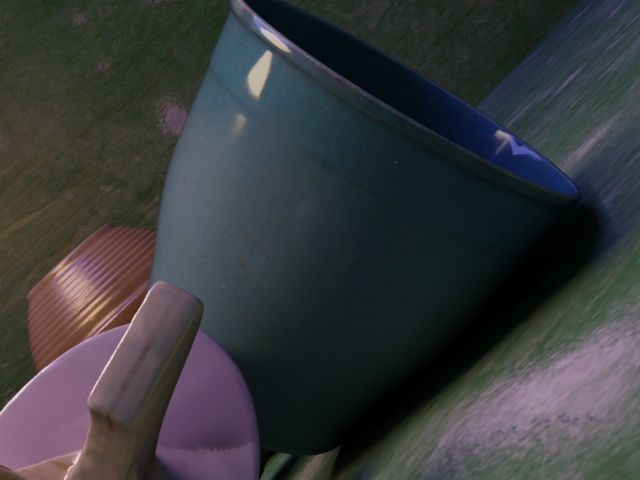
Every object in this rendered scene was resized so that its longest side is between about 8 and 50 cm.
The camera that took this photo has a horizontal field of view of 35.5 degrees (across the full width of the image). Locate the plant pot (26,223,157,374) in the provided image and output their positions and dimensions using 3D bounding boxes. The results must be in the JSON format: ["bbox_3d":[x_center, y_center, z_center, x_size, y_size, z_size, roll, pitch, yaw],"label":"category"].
[{"bbox_3d":[-0.232,0.059,1.068,0.237,0.110,0.237,-42,6,5],"label":"plant pot"}]

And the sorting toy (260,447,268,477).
[{"bbox_3d":[-0.122,0.145,0.845,0.126,0.127,0.365,-19,34,31],"label":"sorting toy"}]

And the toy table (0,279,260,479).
[{"bbox_3d":[-0.130,0.158,0.524,0.161,0.252,0.274,98,-173,-72],"label":"toy table"}]

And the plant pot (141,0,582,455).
[{"bbox_3d":[0.000,0.000,0.719,0.255,0.271,0.271,-59,-2,17],"label":"plant pot"}]
